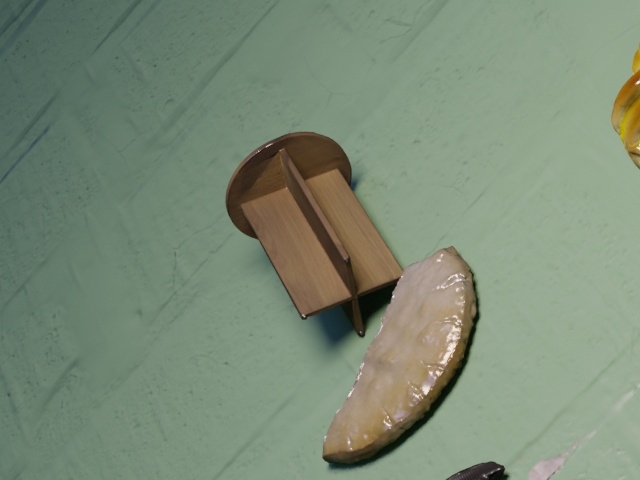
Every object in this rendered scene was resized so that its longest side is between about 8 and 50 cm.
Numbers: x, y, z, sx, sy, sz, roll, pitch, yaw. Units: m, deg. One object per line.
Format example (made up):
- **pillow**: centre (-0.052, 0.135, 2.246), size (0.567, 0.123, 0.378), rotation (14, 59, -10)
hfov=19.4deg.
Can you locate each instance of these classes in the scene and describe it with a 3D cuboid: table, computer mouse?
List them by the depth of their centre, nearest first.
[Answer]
- **computer mouse**: centre (0.143, 0.281, 1.953), size (0.135, 0.047, 0.079), rotation (-41, 38, 14)
- **table**: centre (0.000, 0.000, 2.264), size (0.167, 0.167, 0.227), rotation (-44, 44, 13)

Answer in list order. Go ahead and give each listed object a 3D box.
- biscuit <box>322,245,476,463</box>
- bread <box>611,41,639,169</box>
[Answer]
- **biscuit**: centre (0.104, 0.134, 2.124), size (0.141, 0.038, 0.290), rotation (14, 72, 52)
- **bread**: centre (0.345, -0.139, 1.604), size (0.213, 0.105, 0.213), rotation (-19, 55, 30)
